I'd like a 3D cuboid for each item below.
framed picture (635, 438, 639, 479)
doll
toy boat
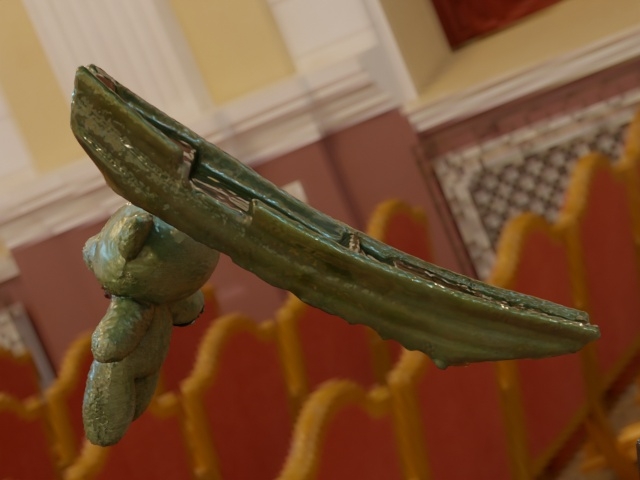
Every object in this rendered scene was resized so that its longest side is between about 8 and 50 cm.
[{"bbox_3d":[0.335,0.310,1.228,0.014,0.255,0.338,-17,22,-20],"label":"framed picture"},{"bbox_3d":[-0.108,0.041,0.974,0.077,0.150,0.115,21,16,19],"label":"doll"},{"bbox_3d":[0.000,0.000,0.872,0.055,0.293,0.093,-63,4,8],"label":"toy boat"}]
